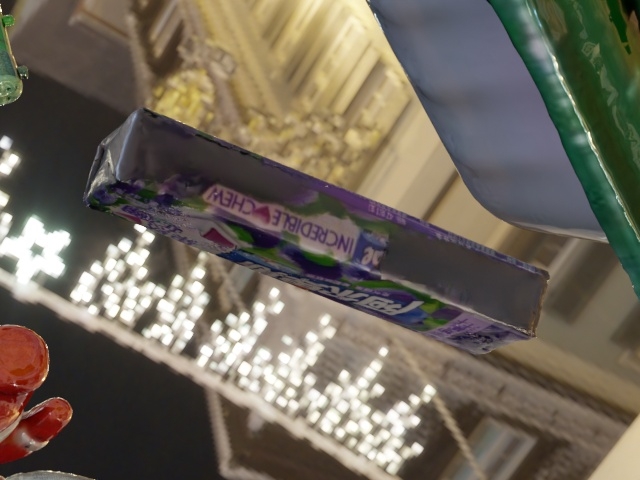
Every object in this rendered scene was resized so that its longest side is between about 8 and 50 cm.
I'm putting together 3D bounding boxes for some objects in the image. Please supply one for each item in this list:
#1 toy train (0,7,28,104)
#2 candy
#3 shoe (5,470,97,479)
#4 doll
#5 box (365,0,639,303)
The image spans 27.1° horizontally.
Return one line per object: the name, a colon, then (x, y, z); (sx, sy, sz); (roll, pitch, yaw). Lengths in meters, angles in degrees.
toy train: (-0.392, -0.239, 1.446); (0.119, 0.085, 0.251); (-11, -122, -16)
candy: (0.000, 0.000, 0.878); (0.312, 0.061, 0.088); (20, 159, -18)
shoe: (-0.210, 0.333, 1.210); (0.341, 0.211, 0.132); (1, 148, 31)
doll: (-0.221, 0.118, 0.724); (0.142, 0.245, 0.076); (9, -131, -24)
box: (0.109, -0.134, 0.449); (0.337, 0.106, 0.264); (-56, -52, -36)
